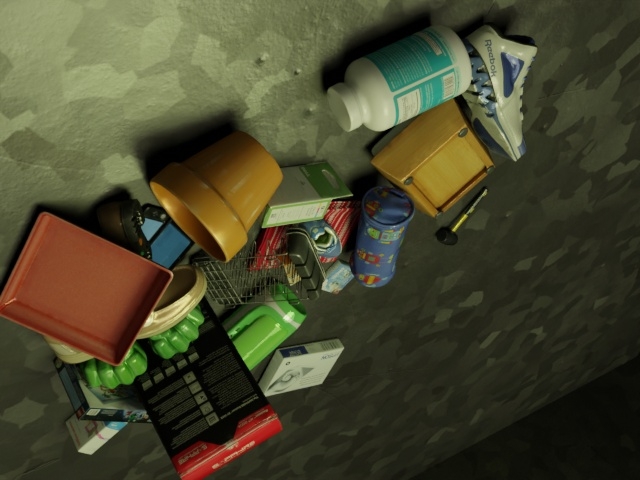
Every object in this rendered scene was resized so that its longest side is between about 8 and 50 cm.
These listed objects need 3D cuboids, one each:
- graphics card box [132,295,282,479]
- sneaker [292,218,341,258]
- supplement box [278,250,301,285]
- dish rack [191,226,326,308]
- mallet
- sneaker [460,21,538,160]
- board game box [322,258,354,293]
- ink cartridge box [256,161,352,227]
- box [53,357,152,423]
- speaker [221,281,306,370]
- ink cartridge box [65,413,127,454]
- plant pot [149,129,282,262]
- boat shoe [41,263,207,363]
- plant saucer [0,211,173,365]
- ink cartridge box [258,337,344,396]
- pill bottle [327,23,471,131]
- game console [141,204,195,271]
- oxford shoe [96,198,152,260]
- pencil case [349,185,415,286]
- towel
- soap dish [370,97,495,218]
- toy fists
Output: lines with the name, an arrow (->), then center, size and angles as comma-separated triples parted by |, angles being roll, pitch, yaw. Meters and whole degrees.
graphics card box -> -0.269, 0.308, 1.859 | 0.232, 0.371, 0.094 | -31, 147, -11
sneaker -> 0.000, 0.000, 1.929 | 0.080, 0.081, 0.211 | -40, 149, 4
supplement box -> -0.058, 0.055, 1.993 | 0.062, 0.036, 0.098 | -30, 151, -9
dish rack -> -0.138, 0.069, 1.896 | 0.271, 0.074, 0.208 | -6, 143, 12
mallet -> 0.389, -0.062, 2.322 | 0.190, 0.039, 0.062 | -48, 145, 12
sneaker -> 0.393, -0.332, 1.836 | 0.182, 0.127, 0.315 | -39, 123, -7
board game box -> 0.043, 0.093, 2.204 | 0.090, 0.020, 0.090 | -47, 145, 16
ink cartridge box -> -0.051, -0.096, 1.791 | 0.209, 0.109, 0.062 | -11, 140, -35
box -> -0.454, 0.322, 1.899 | 0.044, 0.159, 0.233 | -47, 146, 17
speaker -> -0.176, 0.235, 2.082 | 0.296, 0.131, 0.131 | -42, 147, 9
ink cartridge box -> -0.525, 0.426, 2.031 | 0.122, 0.088, 0.052 | -42, 148, 9
plant pot -> -0.178, -0.096, 1.610 | 0.188, 0.205, 0.205 | -44, 150, -15
boat shoe -> -0.392, 0.136, 1.755 | 0.341, 0.122, 0.110 | -28, 148, -11
plant saucer -> -0.437, 0.086, 1.614 | 0.258, 0.048, 0.259 | 27, 118, -14
ink cartridge box -> -0.068, 0.375, 2.437 | 0.223, 0.045, 0.224 | -5, 137, -40
pill bottle -> 0.148, -0.305, 1.676 | 0.264, 0.146, 0.146 | -26, 146, -15
game console -> -0.323, 0.004, 1.698 | 0.122, 0.071, 0.107 | -48, 146, 17
oxford shoe -> -0.374, 0.022, 1.650 | 0.096, 0.083, 0.227 | -3, 121, 4
pencil case -> 0.140, -0.009, 2.031 | 0.133, 0.119, 0.306 | -59, 169, -28
towel -> -0.032, -0.010, 1.993 | 0.274, 0.031, 0.199 | -5, 137, -40
soap dish -> 0.264, -0.183, 1.967 | 0.229, 0.118, 0.291 | -41, 149, 8
toy fists -> -0.380, 0.205, 1.834 | 0.279, 0.142, 0.096 | -30, 147, -11
